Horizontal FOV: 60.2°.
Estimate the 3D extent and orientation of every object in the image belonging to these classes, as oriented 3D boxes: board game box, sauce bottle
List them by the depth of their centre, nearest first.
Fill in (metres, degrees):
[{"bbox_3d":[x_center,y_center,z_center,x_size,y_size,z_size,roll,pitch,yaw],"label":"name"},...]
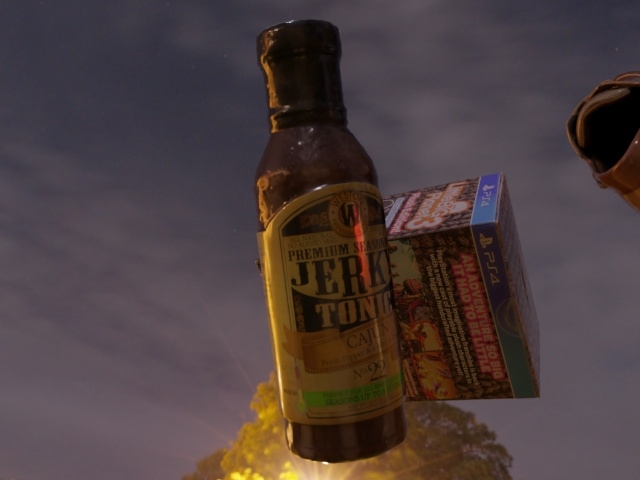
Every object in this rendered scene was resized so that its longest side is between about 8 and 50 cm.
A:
[{"bbox_3d":[0.000,0.000,0.458,0.111,0.344,0.111,-9,2,0],"label":"sauce bottle"},{"bbox_3d":[0.106,0.070,0.701,0.291,0.141,0.232,-9,-66,25],"label":"board game box"}]

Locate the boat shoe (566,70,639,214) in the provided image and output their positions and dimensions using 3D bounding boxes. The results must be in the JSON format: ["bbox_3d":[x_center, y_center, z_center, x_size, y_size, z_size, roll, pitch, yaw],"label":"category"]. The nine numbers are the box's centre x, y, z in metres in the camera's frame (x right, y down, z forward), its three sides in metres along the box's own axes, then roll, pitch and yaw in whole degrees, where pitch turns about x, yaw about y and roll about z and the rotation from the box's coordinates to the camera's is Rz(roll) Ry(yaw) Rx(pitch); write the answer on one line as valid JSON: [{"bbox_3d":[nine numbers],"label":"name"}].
[{"bbox_3d":[0.316,-0.118,0.549,0.116,0.324,0.123,27,-60,1],"label":"boat shoe"}]
